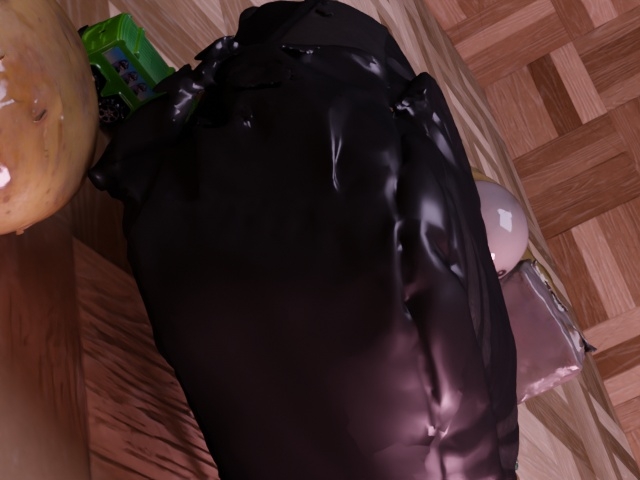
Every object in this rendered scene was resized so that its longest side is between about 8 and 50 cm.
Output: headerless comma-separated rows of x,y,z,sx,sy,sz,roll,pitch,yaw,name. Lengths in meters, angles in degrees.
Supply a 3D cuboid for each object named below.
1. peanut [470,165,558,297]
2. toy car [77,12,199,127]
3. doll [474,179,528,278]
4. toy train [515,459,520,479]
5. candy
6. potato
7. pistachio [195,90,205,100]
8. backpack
0.237,0.015,1.647,0.340,0.174,0.158,60,19,-19,peanut
-0.142,-0.111,0.901,0.165,0.062,0.071,53,19,-31,toy car
0.166,-0.017,1.425,0.221,0.221,0.251,53,19,-31,doll
0.232,0.292,1.443,0.103,0.044,0.064,57,28,-18,toy train
0.258,0.141,1.492,0.185,0.195,0.137,58,15,-3,candy
-0.199,-0.089,0.620,0.235,0.128,0.161,-102,175,-52,potato
-0.057,-0.091,1.037,0.108,0.126,0.185,-44,125,-32,pistachio
0.000,0.000,0.785,0.446,0.254,0.363,-80,157,-59,backpack
